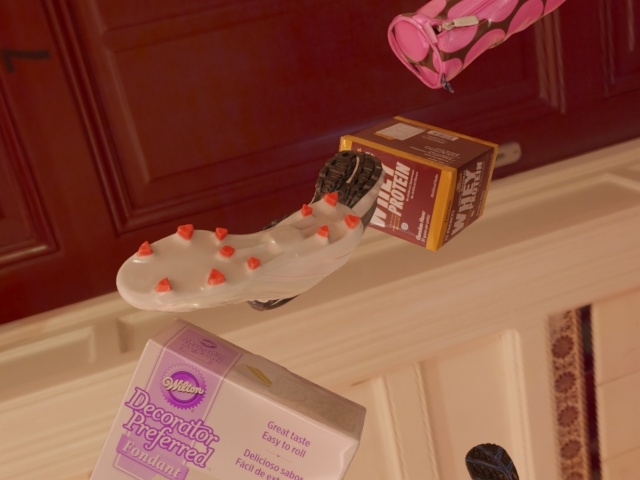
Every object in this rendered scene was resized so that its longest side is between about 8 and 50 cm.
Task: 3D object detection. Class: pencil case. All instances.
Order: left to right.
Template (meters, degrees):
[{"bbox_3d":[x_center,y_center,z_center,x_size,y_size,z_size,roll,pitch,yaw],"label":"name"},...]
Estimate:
[{"bbox_3d":[0.173,-0.235,0.724,0.095,0.209,0.098,51,170,10],"label":"pencil case"}]

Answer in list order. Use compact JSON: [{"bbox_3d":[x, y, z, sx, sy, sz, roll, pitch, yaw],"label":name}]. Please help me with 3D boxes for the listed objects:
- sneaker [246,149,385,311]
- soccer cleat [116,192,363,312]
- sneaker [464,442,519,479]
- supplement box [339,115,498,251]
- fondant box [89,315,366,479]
[{"bbox_3d":[0.001,0.000,0.961,0.100,0.271,0.108,25,145,26],"label":"sneaker"},{"bbox_3d":[-0.053,0.022,0.546,0.068,0.196,0.076,54,147,32],"label":"soccer cleat"},{"bbox_3d":[0.248,0.364,0.941,0.211,0.080,0.081,-100,-4,-55],"label":"sneaker"},{"bbox_3d":[0.151,-0.099,1.174,0.191,0.194,0.129,22,119,26],"label":"supplement box"},{"bbox_3d":[-0.126,0.284,0.796,0.096,0.238,0.330,-46,-19,-79],"label":"fondant box"}]
